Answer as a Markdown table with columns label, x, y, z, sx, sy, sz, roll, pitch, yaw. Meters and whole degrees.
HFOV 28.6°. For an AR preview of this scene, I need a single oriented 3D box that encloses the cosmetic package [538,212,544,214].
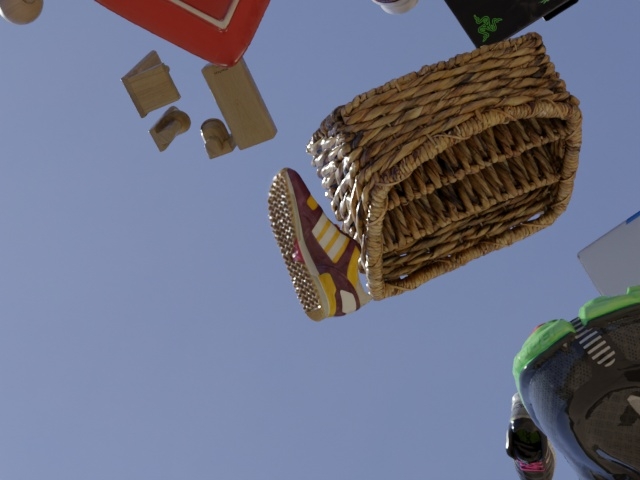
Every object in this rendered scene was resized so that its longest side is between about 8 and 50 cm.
| label | x | y | z | sx | sy | sz | roll | pitch | yaw |
| --- | --- | --- | --- | --- | --- | --- | --- | --- | --- |
| cosmetic package | 0.249 | -0.112 | 1.949 | 0.107 | 0.237 | 0.127 | 67 | -151 | -49 |

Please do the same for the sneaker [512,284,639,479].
| label | x | y | z | sx | sy | sz | roll | pitch | yaw |
| --- | --- | --- | --- | --- | --- | --- | --- | --- | --- |
| sneaker | 0.308 | 0.219 | 0.931 | 0.185 | 0.202 | 0.483 | -32 | -62 | 14 |

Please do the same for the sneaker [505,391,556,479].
| label | x | y | z | sx | sy | sz | roll | pitch | yaw |
| --- | --- | --- | --- | --- | --- | --- | --- | --- | --- |
| sneaker | 0.290 | 0.293 | 1.748 | 0.075 | 0.063 | 0.170 | -61 | -33 | -51 |

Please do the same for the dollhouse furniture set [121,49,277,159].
| label | x | y | z | sx | sy | sz | roll | pitch | yaw |
| --- | --- | --- | --- | --- | --- | --- | --- | --- | --- |
| dollhouse furniture set | -0.143 | -0.190 | 1.624 | 0.144 | 0.151 | 0.123 | 64 | -161 | -18 |

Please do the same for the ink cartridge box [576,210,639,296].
| label | x | y | z | sx | sy | sz | roll | pitch | yaw |
| --- | --- | --- | --- | --- | --- | --- | --- | --- | --- |
| ink cartridge box | 0.395 | 0.000 | 1.348 | 0.203 | 0.086 | 0.148 | -10 | -24 | -49 |

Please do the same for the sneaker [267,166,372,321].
| label | x | y | z | sx | sy | sz | roll | pitch | yaw |
| --- | --- | --- | --- | --- | --- | --- | --- | --- | --- |
| sneaker | 0.000 | 0.000 | 1.468 | 0.083 | 0.069 | 0.186 | -13 | -97 | -27 |

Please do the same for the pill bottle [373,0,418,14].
| label | x | y | z | sx | sy | sz | roll | pitch | yaw |
| --- | --- | --- | --- | --- | --- | --- | --- | --- | --- |
| pill bottle | 0.096 | -0.397 | 1.827 | 0.086 | 0.086 | 0.152 | -56 | -30 | -10 |

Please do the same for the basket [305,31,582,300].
| label | x | y | z | sx | sy | sz | roll | pitch | yaw |
| --- | --- | --- | --- | --- | --- | --- | --- | --- | --- |
| basket | 0.168 | -0.091 | 1.494 | 0.299 | 0.213 | 0.223 | -21 | -97 | -18 |

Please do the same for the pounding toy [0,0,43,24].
| label | x | y | z | sx | sy | sz | roll | pitch | yaw |
| --- | --- | --- | --- | --- | --- | --- | --- | --- | --- |
| pounding toy | -0.282 | -0.367 | 1.443 | 0.110 | 0.183 | 0.237 | 16 | -112 | -41 |

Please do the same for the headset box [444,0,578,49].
| label | x | y | z | sx | sy | sz | roll | pitch | yaw |
| --- | --- | --- | --- | --- | --- | --- | --- | --- | --- |
| headset box | 0.252 | -0.428 | 1.697 | 0.246 | 0.131 | 0.283 | -30 | -70 | 19 |

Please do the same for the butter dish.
| label | x | y | z | sx | sy | sz | roll | pitch | yaw |
| --- | --- | --- | --- | --- | --- | --- | --- | --- | --- |
| butter dish | -0.125 | -0.254 | 1.162 | 0.160 | 0.118 | 0.160 | 26 | -97 | -14 |
